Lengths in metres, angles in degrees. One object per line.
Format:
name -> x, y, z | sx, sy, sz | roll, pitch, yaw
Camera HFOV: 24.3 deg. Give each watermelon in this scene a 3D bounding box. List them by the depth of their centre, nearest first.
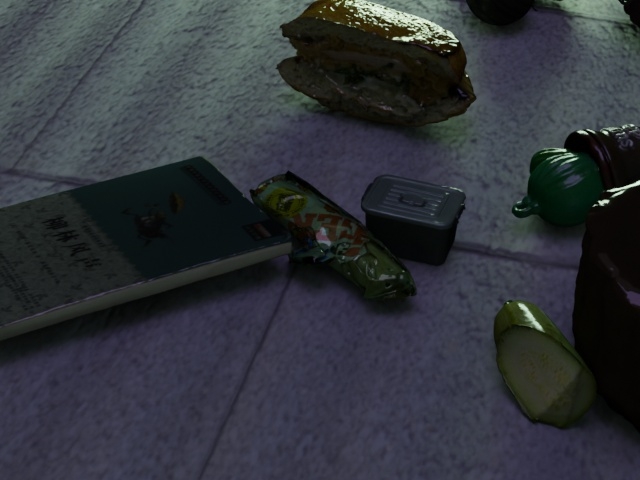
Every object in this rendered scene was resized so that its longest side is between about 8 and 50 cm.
watermelon -> 0.284, -0.376, 2.264 | 0.133, 0.105, 0.105 | 16, 27, -31

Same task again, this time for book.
book -> -0.255, 0.002, 1.746 | 0.379, 0.031, 0.264 | -17, 34, -24

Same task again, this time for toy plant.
toy plant -> 0.320, -0.081, 1.852 | 0.200, 0.105, 0.143 | -20, 31, -9

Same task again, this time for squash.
squash -> 0.221, 0.113, 1.600 | 0.075, 0.090, 0.200 | -5, 29, -15

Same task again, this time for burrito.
burrito -> 0.000, 0.000, 1.760 | 0.104, 0.054, 0.288 | -24, 43, -30

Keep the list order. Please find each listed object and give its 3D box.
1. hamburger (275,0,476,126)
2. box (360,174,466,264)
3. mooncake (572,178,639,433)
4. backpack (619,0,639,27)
hamburger -> 0.092, -0.243, 2.035 | 0.283, 0.144, 0.156 | 18, 29, 19
box -> 0.110, -0.024, 1.787 | 0.122, 0.069, 0.084 | 13, 39, 16
mooncake -> 0.423, 0.074, 1.567 | 0.324, 0.187, 0.324 | 1, 38, -1
backpack -> 0.558, -0.412, 2.136 | 0.197, 0.317, 0.283 | -11, 39, -19
